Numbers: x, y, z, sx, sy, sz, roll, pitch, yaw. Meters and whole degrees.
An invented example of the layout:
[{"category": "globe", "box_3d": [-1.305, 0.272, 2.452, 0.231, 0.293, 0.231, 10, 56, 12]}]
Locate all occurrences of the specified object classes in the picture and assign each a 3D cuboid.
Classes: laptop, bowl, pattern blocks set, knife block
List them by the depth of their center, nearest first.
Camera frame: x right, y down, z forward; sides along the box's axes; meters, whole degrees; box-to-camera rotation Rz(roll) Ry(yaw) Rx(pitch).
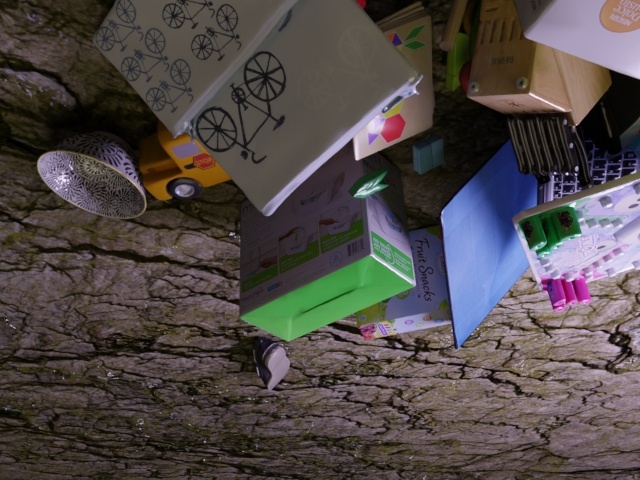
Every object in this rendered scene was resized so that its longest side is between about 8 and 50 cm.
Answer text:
[{"category": "knife block", "box_3d": [0.290, -0.209, 0.973, 0.242, 0.275, 0.088, 10, 178, -43]}, {"category": "pattern blocks set", "box_3d": [0.090, -0.210, 1.065, 0.285, 0.026, 0.324, -19, 129, -27]}, {"category": "bowl", "box_3d": [-0.330, -0.112, 1.218, 0.170, 0.080, 0.170, 14, 151, 8]}, {"category": "laptop", "box_3d": [0.411, -0.017, 1.272, 0.408, 0.236, 0.382, 0, 143, 14]}]

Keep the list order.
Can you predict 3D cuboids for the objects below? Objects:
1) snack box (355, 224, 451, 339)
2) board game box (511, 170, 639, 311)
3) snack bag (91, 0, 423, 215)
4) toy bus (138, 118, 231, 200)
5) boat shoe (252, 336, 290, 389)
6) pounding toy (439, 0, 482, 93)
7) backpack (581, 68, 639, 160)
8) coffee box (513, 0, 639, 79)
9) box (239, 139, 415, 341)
[{"category": "snack box", "box_3d": [0.163, 0.072, 1.459, 0.207, 0.174, 0.070, -13, 147, 11]}, {"category": "board game box", "box_3d": [0.486, -0.015, 1.122, 0.390, 0.050, 0.390, -19, 157, 14]}, {"category": "snack bag", "box_3d": [-0.093, -0.220, 0.976, 0.342, 0.037, 0.323, 49, 128, -4]}, {"category": "toy bus", "box_3d": [-0.114, -0.167, 1.150, 0.333, 0.108, 0.130, -16, 143, 16]}, {"category": "boat shoe", "box_3d": [-0.118, 0.278, 1.843, 0.065, 0.075, 0.206, 36, 156, 19]}, {"category": "pounding toy", "box_3d": [0.210, -0.261, 1.028, 0.237, 0.183, 0.110, 28, 167, -40]}, {"category": "backpack", "box_3d": [0.475, -0.220, 1.026, 0.253, 0.191, 0.225, -32, 164, -24]}, {"category": "coffee box", "box_3d": [0.379, -0.360, 0.724, 0.338, 0.338, 0.334, 13, 143, -22]}, {"category": "box", "box_3d": [0.000, 0.000, 1.292, 0.262, 0.231, 0.127, -28, 138, 29]}]
